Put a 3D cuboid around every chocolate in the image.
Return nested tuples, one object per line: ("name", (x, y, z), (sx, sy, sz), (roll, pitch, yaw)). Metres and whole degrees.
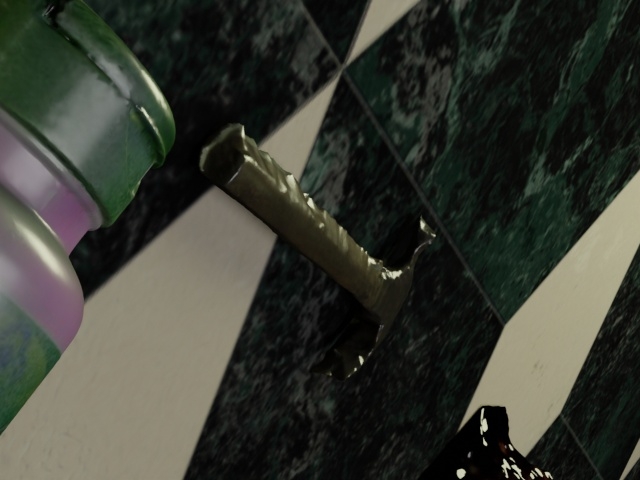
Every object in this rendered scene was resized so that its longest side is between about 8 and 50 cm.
("chocolate", (0.164, 0.292, 1.294), (0.224, 0.177, 0.206), (-42, 150, -32))

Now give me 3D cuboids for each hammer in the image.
("hammer", (-0.001, -0.001, 0.835), (0.125, 0.027, 0.297), (-62, 156, -8))

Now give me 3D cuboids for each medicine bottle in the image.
("medicine bottle", (-0.162, 0.038, 0.439), (0.274, 0.133, 0.133), (-55, 155, -14))
